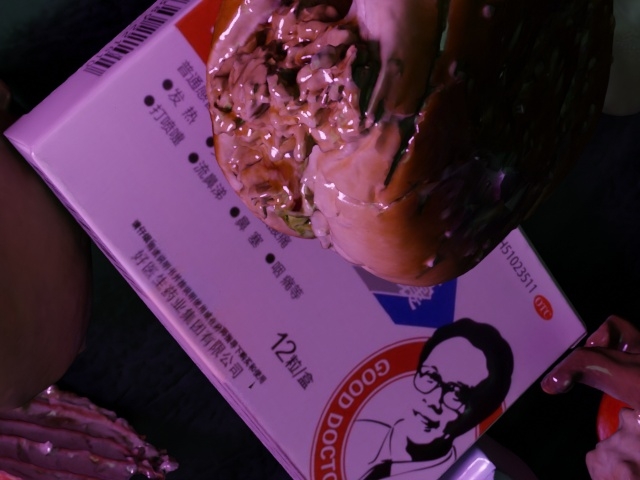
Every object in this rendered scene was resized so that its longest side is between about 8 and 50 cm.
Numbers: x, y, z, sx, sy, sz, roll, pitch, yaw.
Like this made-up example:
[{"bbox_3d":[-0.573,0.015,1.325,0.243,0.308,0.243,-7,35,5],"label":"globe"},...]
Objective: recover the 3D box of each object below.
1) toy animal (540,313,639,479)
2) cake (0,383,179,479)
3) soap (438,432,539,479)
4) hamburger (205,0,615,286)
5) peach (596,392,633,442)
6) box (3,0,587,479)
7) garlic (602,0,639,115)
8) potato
[{"bbox_3d":[0.258,0.091,0.987,0.312,0.097,0.157,-37,84,-12],"label":"toy animal"},{"bbox_3d":[-0.232,0.146,0.946,0.287,0.098,0.135,9,109,-14],"label":"cake"},{"bbox_3d":[0.046,0.273,1.033,0.095,0.173,0.289,38,98,-27],"label":"soap"},{"bbox_3d":[0.055,-0.099,0.779,0.286,0.146,0.243,1,112,-57],"label":"hamburger"},{"bbox_3d":[0.240,0.136,1.067,0.100,0.101,0.101,-6,114,-13],"label":"peach"},{"bbox_3d":[0.000,0.000,0.935,0.214,0.069,0.353,-43,120,-12],"label":"box"},{"bbox_3d":[0.147,-0.215,0.898,0.143,0.112,0.318,-33,107,7],"label":"garlic"},{"bbox_3d":[-0.232,-0.006,0.824,0.264,0.189,0.211,9,110,-19],"label":"potato"}]
